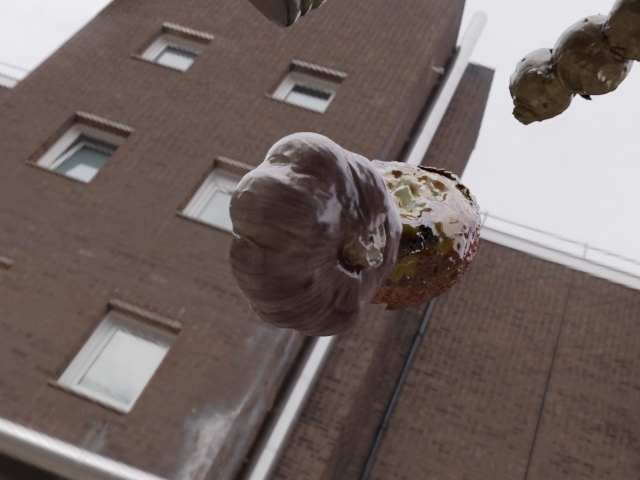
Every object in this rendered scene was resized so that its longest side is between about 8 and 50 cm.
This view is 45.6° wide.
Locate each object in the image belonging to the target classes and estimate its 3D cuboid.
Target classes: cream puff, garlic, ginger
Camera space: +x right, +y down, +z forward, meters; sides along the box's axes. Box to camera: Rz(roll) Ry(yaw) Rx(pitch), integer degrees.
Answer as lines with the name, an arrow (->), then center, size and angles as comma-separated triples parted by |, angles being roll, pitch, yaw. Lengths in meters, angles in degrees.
cream puff -> 0.089, -0.006, 0.989 | 0.239, 0.240, 0.164 | 20, -60, 11
garlic -> 0.000, 0.000, 0.576 | 0.102, 0.147, 0.159 | 24, -46, 46
ginger -> 0.287, -0.197, 0.805 | 0.080, 0.104, 0.204 | 42, -33, -16

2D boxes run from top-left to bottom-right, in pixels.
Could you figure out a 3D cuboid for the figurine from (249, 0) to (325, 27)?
figurine -> 0.116, -0.268, 0.491 | 0.203, 0.380, 0.248 | 52, -14, 19
